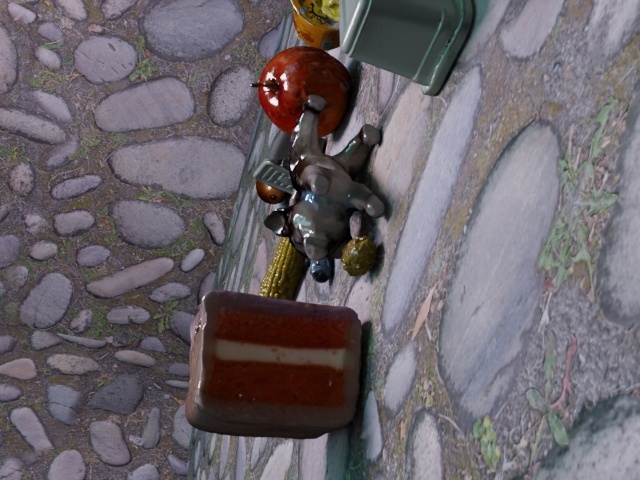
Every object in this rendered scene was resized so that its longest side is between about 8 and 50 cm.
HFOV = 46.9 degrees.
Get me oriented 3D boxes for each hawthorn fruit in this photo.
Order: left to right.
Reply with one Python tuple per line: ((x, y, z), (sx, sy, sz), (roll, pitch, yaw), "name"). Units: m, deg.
((-0.064, -0.381, 1.859), (0.242, 0.272, 0.241), (-7, 81, 53), "hawthorn fruit")

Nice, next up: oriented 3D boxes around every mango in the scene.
((-0.158, -0.187, 2.439), (0.267, 0.111, 0.133), (-146, 53, -75), "mango")

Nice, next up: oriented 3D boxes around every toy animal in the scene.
((0.000, -0.080, 1.533), (0.344, 0.194, 0.302), (-85, 19, -46), "toy animal")

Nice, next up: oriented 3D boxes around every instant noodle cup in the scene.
((0.018, -0.607, 1.924), (0.172, 0.216, 0.215), (118, 162, -76), "instant noodle cup")

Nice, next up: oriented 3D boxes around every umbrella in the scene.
((-0.002, 0.000, 1.741), (0.250, 0.053, 0.052), (-92, 19, -46), "umbrella")

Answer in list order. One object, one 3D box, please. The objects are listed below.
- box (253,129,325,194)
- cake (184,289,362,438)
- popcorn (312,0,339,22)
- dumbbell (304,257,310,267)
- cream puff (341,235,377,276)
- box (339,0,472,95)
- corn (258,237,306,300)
((-0.083, -0.227, 2.089), (0.243, 0.163, 0.135), (151, 139, -74), "box")
((-0.090, 0.236, 1.359), (0.230, 0.309, 0.236), (121, 155, -65), "cake")
((0.073, -0.620, 1.691), (0.259, 0.212, 0.259), (-171, 90, -70), "popcorn")
((-0.017, 0.026, 1.817), (0.036, 0.040, 0.083), (65, -154, -57), "dumbbell")
((0.075, 0.030, 1.382), (0.083, 0.058, 0.083), (-108, 40, -62), "cream puff")
((0.133, -0.418, 1.283), (0.175, 0.183, 0.311), (116, 162, -45), "box")
((-0.088, 0.065, 1.955), (0.097, 0.097, 0.319), (-96, 24, -53), "corn")
